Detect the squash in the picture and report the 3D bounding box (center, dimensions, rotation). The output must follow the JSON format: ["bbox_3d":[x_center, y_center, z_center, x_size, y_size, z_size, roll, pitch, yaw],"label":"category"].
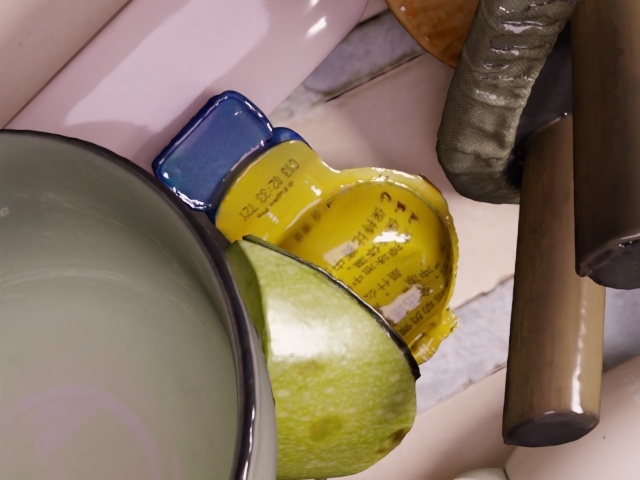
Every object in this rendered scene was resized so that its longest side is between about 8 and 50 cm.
[{"bbox_3d":[-0.029,0.114,0.892,0.184,0.085,0.192,32,125,-16],"label":"squash"}]

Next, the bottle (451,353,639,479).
[{"bbox_3d":[0.170,0.186,0.951,0.236,0.147,0.148,-28,103,5],"label":"bottle"}]

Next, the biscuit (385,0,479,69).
[{"bbox_3d":[0.144,-0.179,0.924,0.224,0.033,0.145,-21,111,-12],"label":"biscuit"}]

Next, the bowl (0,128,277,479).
[{"bbox_3d":[-0.173,0.133,0.786,0.353,0.185,0.354,-7,64,15],"label":"bowl"}]

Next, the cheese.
[{"bbox_3d":[0.000,0.000,0.905,0.156,0.064,0.250,-45,122,3],"label":"cheese"}]

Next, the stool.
[{"bbox_3d":[0.244,-0.040,0.805,0.310,0.310,0.226,-5,62,-6],"label":"stool"}]

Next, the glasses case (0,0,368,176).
[{"bbox_3d":[-0.094,-0.100,0.888,0.297,0.075,0.113,-45,106,0],"label":"glasses case"}]
